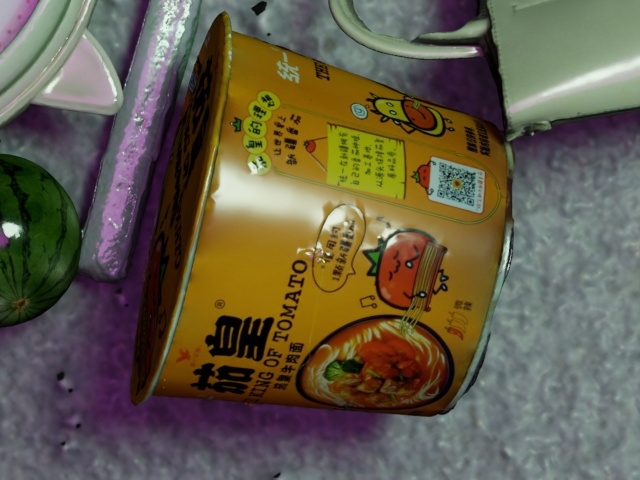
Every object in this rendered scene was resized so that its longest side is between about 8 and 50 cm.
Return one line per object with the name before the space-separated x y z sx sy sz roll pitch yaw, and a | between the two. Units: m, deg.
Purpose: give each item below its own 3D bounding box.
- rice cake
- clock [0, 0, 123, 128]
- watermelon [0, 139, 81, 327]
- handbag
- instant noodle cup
rice cake | -0.102 -0.076 1.143 0.033 0.033 0.208 16 91 0
clock | -0.251 -0.170 1.096 0.324 0.108 0.265 15 86 -3
watermelon | -0.186 -0.003 1.114 0.109 0.109 0.109 0 92 -1
handbag | 0.159 -0.170 1.078 0.315 0.109 0.241 -6 59 -2
instant noodle cup | 0.000 0.000 1.068 0.172 0.216 0.216 12 92 -10
